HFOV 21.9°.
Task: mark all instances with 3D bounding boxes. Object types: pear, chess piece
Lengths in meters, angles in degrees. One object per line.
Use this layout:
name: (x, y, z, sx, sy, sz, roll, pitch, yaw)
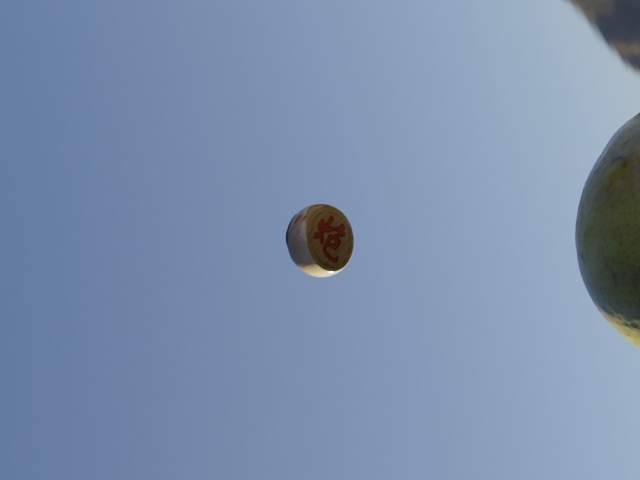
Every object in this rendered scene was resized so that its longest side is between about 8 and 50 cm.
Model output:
pear: (0.381, -0.002, 1.545, 0.304, 0.304, 0.304, 51, -160, -28)
chess piece: (0.000, 0.000, 1.877, 0.083, 0.038, 0.084, 9, -103, -42)
